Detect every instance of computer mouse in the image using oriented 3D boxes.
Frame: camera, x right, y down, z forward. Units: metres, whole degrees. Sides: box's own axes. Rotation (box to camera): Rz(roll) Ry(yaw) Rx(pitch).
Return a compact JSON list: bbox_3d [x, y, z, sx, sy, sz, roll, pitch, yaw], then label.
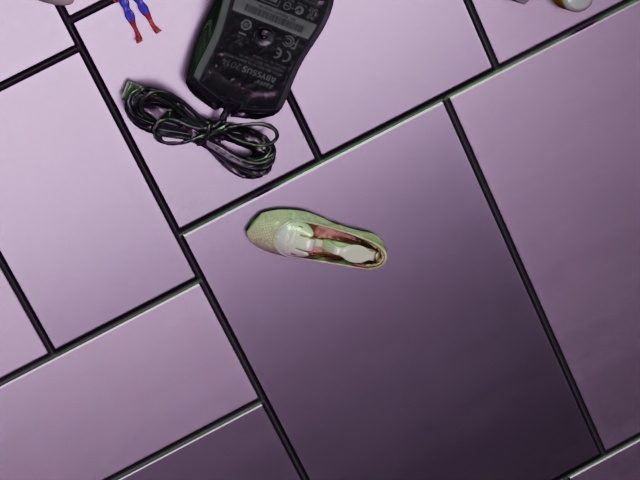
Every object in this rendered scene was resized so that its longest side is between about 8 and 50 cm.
[{"bbox_3d":[-0.085,-0.218,1.802,0.188,0.072,0.272,25,110,-19],"label":"computer mouse"}]

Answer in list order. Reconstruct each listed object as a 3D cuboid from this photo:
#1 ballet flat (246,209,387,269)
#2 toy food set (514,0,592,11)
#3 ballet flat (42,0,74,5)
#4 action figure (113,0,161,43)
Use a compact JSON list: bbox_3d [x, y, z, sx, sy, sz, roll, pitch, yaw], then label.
[{"bbox_3d":[0.000,0.000,1.880,0.168,0.052,0.057,9,102,-14],"label":"ballet flat"},{"bbox_3d":[0.223,-0.330,1.817,0.232,0.104,0.111,25,98,-17],"label":"toy food set"},{"bbox_3d":[-0.234,-0.313,1.669,0.409,0.147,0.147,-25,109,-23],"label":"ballet flat"},{"bbox_3d":[-0.212,-0.273,1.776,0.038,0.030,0.115,-27,106,0],"label":"action figure"}]
